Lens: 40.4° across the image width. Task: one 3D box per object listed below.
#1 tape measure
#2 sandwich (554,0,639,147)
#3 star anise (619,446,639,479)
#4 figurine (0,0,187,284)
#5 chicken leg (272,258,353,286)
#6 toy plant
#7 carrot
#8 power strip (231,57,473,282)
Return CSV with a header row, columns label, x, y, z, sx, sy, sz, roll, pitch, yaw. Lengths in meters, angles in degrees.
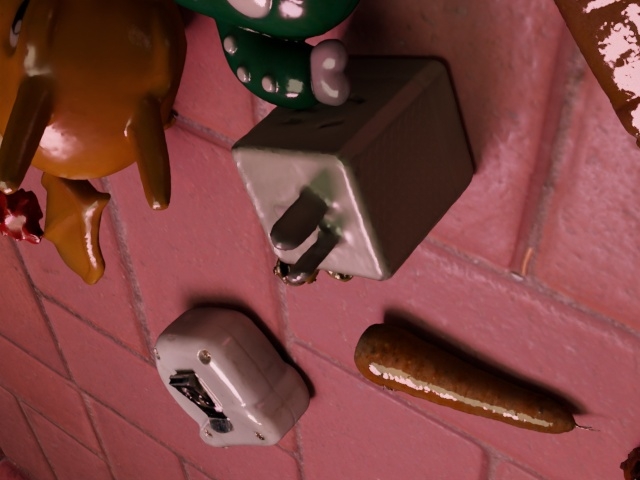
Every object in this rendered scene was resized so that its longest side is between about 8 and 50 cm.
label,x,y,z,sx,sy,sz,roll,pitch,yaw
tape measure,-0.151,0.224,1.351,0.246,0.125,0.243,52,145,-13
sandwich,0.205,-0.182,0.561,0.096,0.094,0.258,-14,115,54
star anise,0.362,0.209,0.869,0.140,0.144,0.158,12,-178,-43
figurine,-0.273,-0.147,0.953,0.387,0.268,0.401,1,118,63
chicken leg,0.000,0.000,0.986,0.103,0.088,0.228,21,146,2
toy plant,-0.040,-0.240,0.732,0.243,0.112,0.233,42,132,24
carrot,0.175,0.172,1.008,0.298,0.078,0.078,18,139,27
power strip,0.017,-0.052,0.782,0.140,0.224,0.139,12,135,40
